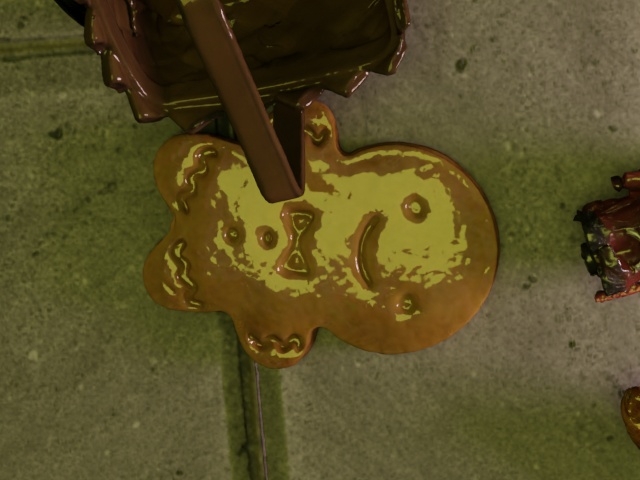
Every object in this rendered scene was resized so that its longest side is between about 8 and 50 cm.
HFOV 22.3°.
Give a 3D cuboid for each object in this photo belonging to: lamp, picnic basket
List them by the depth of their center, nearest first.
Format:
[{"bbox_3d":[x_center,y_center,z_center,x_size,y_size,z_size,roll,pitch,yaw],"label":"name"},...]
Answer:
[{"bbox_3d":[-0.072,-0.214,1.442,0.291,0.321,0.254,-13,131,9],"label":"picnic basket"},{"bbox_3d":[0.368,-0.026,1.529,0.253,0.118,0.118,-16,96,11],"label":"lamp"}]

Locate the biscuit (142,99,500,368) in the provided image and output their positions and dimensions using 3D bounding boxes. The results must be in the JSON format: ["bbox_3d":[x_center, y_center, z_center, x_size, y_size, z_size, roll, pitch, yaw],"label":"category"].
[{"bbox_3d":[0.000,0.000,1.612,0.355,0.052,0.275,11,100,7],"label":"biscuit"}]

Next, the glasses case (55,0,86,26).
[{"bbox_3d":[-0.282,-0.350,1.562,0.082,0.122,0.321,-29,94,12],"label":"glasses case"}]

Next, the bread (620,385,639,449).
[{"bbox_3d":[0.386,0.210,1.577,0.233,0.076,0.105,41,113,-7],"label":"bread"}]
